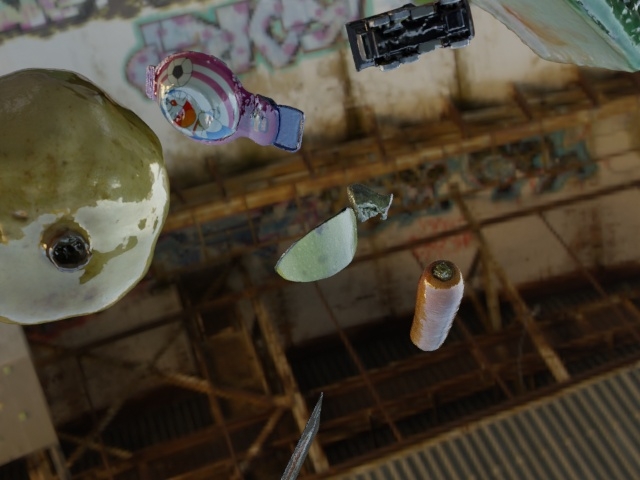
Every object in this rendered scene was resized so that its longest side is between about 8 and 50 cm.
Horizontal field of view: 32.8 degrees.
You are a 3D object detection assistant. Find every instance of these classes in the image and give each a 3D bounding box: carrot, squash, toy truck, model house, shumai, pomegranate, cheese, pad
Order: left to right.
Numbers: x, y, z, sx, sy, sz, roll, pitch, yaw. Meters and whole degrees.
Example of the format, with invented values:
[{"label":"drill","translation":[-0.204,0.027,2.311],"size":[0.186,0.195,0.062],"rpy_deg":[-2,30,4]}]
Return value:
[{"label":"pomegranate","translation":[-0.353,-0.051,1.361],"size":[0.332,0.332,0.332],"rpy_deg":[-9,-152,5]},{"label":"cheese","translation":[-0.139,-0.189,1.541],"size":[0.244,0.155,0.062],"rpy_deg":[21,-137,9]},{"label":"pad","translation":[-0.051,0.305,1.254],"size":[0.006,0.170,0.245],"rpy_deg":[23,-113,8]},{"label":"squash","translation":[0.014,0.020,2.118],"size":[0.192,0.085,0.184],"rpy_deg":[-33,170,-18]},{"label":"shumai","translation":[0.097,-0.078,2.054],"size":[0.080,0.083,0.082],"rpy_deg":[-21,-107,-3]},{"label":"toy truck","translation":[0.133,-0.317,1.655],"size":[0.192,0.083,0.092],"rpy_deg":[-20,-164,-18]},{"label":"carrot","translation":[0.170,0.093,1.584],"size":[0.067,0.225,0.067],"rpy_deg":[1,-117,-1]},{"label":"model house","translation":[0.332,-0.421,1.416],"size":[0.280,0.312,0.245],"rpy_deg":[-60,-148,-3]}]
